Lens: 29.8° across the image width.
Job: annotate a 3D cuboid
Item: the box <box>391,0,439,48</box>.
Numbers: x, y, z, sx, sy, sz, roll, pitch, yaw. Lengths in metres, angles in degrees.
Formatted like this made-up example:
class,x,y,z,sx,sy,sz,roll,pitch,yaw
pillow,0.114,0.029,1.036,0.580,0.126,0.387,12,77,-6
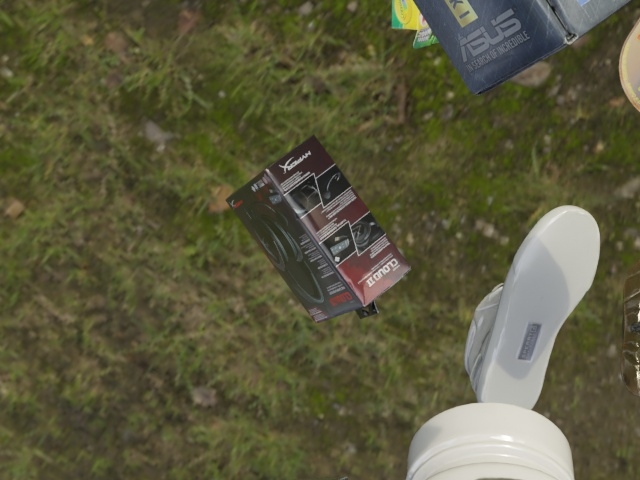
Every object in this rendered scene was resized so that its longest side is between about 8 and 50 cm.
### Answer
class,x,y,z,sx,sy,sz,roll,pitch,yaw
box,0.131,-0.333,1.495,0.043,0.105,0.179,9,109,33

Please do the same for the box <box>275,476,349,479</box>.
class,x,y,z,sx,sy,sz,roll,pitch,yaw
box,-0.114,0.400,1.207,0.294,0.183,0.296,-5,84,13

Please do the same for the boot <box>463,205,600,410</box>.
class,x,y,z,sx,sy,sz,roll,pitch,yaw
boot,0.222,0.065,1.351,0.095,0.123,0.258,15,108,-17

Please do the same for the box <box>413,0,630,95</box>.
class,x,y,z,sx,sy,sz,roll,pitch,yaw
box,0.094,-0.187,0.438,0.183,0.232,0.059,57,149,-4

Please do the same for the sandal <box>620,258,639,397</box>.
class,x,y,z,sx,sy,sz,roll,pitch,yaw
sandal,0.448,0.111,1.603,0.090,0.219,0.060,1,155,23

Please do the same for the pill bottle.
class,x,y,z,sx,sy,sz,roll,pitch,yaw
pill bottle,0.131,0.270,0.893,0.161,0.283,0.161,3,130,4

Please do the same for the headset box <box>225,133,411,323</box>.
class,x,y,z,sx,sy,sz,roll,pitch,yaw
headset box,0.000,0.000,0.554,0.083,0.032,0.062,55,157,-4

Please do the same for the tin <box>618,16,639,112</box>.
class,x,y,z,sx,sy,sz,roll,pitch,yaw
tin,0.310,-0.173,0.940,0.106,0.040,0.190,30,127,3
